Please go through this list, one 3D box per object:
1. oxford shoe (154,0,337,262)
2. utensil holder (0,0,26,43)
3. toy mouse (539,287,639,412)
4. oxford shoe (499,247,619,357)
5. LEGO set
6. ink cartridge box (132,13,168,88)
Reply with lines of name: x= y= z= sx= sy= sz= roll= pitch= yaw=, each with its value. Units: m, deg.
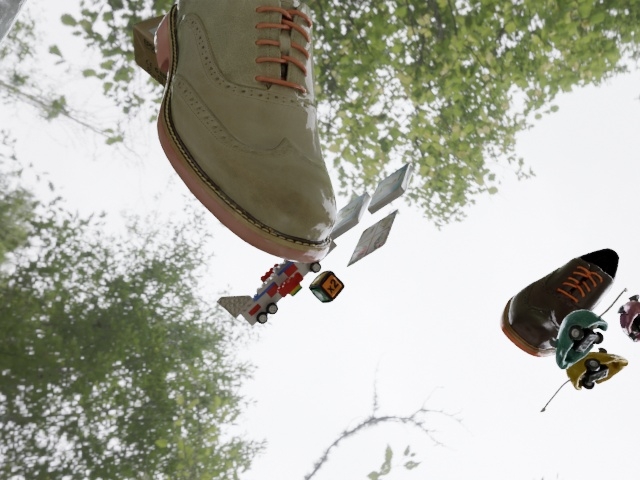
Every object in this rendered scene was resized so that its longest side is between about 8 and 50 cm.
oxford shoe: x=-0.067 y=-0.156 z=0.509 sx=0.146 sy=0.141 sz=0.396 roll=-50 pitch=-131 yaw=31
utensil holder: x=-0.443 y=-0.323 z=0.388 sx=0.328 sy=0.386 sz=0.327 roll=-9 pitch=-106 yaw=33
toy mouse: x=0.277 y=0.086 z=0.529 sx=0.161 sy=0.143 sz=0.031 roll=-23 pitch=-140 yaw=-5
oxford shoe: x=0.338 y=0.073 z=0.755 sx=0.097 sy=0.271 sz=0.098 roll=41 pitch=-50 yaw=23
LEGO set: x=0.000 y=0.000 z=0.584 sx=0.183 sy=0.244 sz=0.060 roll=-34 pitch=-75 yaw=32
ink cartridge box: x=-0.194 y=-0.330 z=0.999 sx=0.235 sy=0.193 sz=0.088 roll=40 pitch=-35 yaw=17
